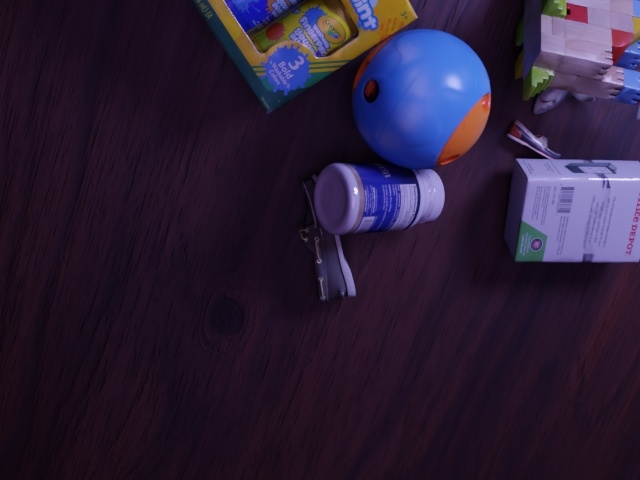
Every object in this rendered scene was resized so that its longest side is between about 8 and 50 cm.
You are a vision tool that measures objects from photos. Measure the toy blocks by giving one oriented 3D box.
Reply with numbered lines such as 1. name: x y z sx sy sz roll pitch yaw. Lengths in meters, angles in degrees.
1. toy blocks: 0.560 -0.439 1.598 0.261 0.190 0.381 11 61 -3

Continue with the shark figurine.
1. shark figurine: 0.621 -0.339 1.691 0.278 0.116 0.166 13 91 37

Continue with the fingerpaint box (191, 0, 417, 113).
1. fingerpaint box: -0.078 -0.547 1.559 0.371 0.163 0.444 -31 117 6

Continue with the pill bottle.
1. pill bottle: 0.131 -0.093 1.684 0.265 0.153 0.153 -4 106 -34

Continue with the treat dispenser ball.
1. treat dispenser ball: 0.208 -0.291 1.613 0.288 0.288 0.288 0 104 -1

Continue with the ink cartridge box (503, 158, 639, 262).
1. ink cartridge box: 0.578 -0.066 1.744 0.289 0.121 0.211 1 117 -2

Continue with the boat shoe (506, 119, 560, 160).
1. boat shoe: 0.489 -0.224 1.762 0.137 0.049 0.043 29 99 -3

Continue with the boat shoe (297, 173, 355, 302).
1. boat shoe: 0.001 0.001 1.774 0.091 0.109 0.305 -17 107 -2
